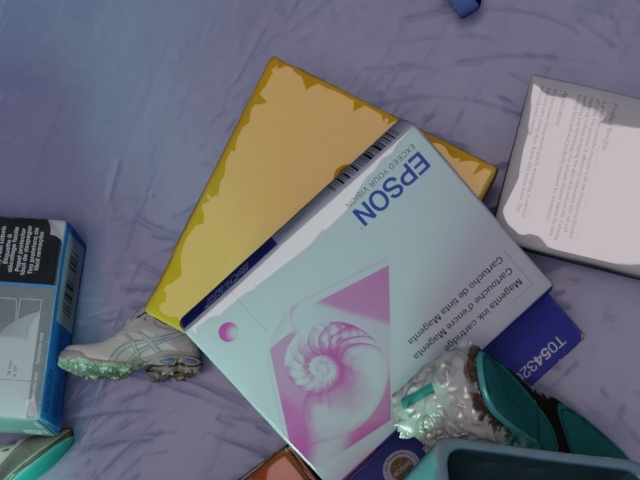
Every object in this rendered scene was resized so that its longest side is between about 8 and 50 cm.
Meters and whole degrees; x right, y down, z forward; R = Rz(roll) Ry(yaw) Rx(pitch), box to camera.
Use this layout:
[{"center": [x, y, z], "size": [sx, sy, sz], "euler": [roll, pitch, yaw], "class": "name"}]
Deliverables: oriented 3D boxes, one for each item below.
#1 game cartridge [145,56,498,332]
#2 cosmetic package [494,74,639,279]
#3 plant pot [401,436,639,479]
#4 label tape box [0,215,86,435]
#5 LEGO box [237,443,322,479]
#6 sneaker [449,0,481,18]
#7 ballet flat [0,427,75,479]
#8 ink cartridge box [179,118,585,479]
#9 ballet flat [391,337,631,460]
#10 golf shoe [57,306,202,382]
[{"center": [0.000, 0.000, 1.794], "size": [0.285, 0.053, 0.323], "euler": [28, 93, 7], "class": "game cartridge"}, {"center": [0.389, -0.046, 1.801], "size": [0.366, 0.155, 0.197], "euler": [16, 90, 7], "class": "cosmetic package"}, {"center": [0.173, 0.367, 1.608], "size": [0.248, 0.252, 0.247], "euler": [10, 59, -23], "class": "plant pot"}, {"center": [-0.464, 0.094, 1.905], "size": [0.334, 0.106, 0.240], "euler": [3, 74, 7], "class": "label tape box"}, {"center": [-0.025, 0.531, 1.799], "size": [0.372, 0.193, 0.500], "euler": [-37, 84, -1], "class": "LEGO box"}, {"center": [0.159, -0.379, 1.880], "size": [0.090, 0.081, 0.232], "euler": [-20, 84, 13], "class": "sneaker"}, {"center": [-0.387, 0.285, 1.930], "size": [0.213, 0.072, 0.068], "euler": [-46, 75, 3], "class": "ballet flat"}, {"center": [0.078, 0.098, 1.716], "size": [0.324, 0.071, 0.330], "euler": [-43, 102, -2], "class": "ink cartridge box"}, {"center": [0.216, 0.230, 1.747], "size": [0.147, 0.409, 0.147], "euler": [-24, 47, 29], "class": "ballet flat"}, {"center": [-0.226, 0.121, 1.896], "size": [0.176, 0.069, 0.086], "euler": [4, 73, -30], "class": "golf shoe"}]
